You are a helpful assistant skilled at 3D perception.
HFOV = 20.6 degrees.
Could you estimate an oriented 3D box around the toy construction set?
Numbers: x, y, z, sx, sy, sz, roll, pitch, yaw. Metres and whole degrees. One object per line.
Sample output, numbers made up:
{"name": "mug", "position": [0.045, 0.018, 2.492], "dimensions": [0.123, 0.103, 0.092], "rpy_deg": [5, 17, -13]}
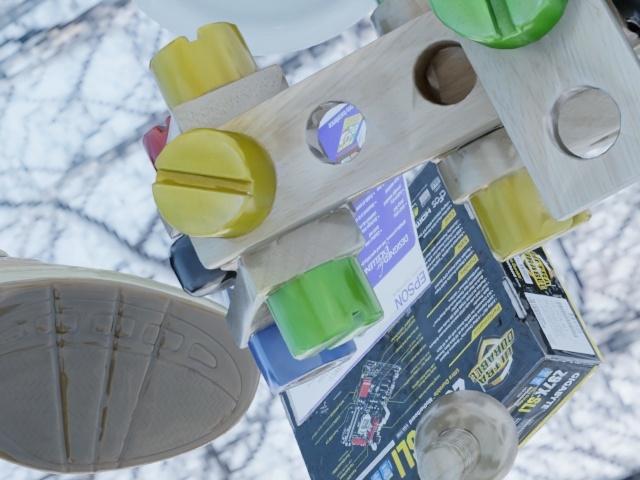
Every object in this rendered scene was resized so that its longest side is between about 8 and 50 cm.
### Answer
{"name": "toy construction set", "position": [0.033, -0.006, 0.572], "dimensions": [0.237, 0.257, 0.309], "rpy_deg": [-6, -85, -78]}

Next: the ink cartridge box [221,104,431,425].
{"name": "ink cartridge box", "position": [0.000, 0.000, 1.356], "dimensions": [0.206, 0.045, 0.208], "rpy_deg": [-43, -51, -42]}

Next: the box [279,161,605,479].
{"name": "box", "position": [0.092, 0.113, 1.628], "dimensions": [0.079, 0.322, 0.257], "rpy_deg": [10, -139, -37]}

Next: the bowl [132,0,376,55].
{"name": "bowl", "position": [-0.056, -0.326, 1.585], "dimensions": [0.298, 0.298, 0.134], "rpy_deg": [53, -168, -17]}

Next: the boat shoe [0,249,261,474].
{"name": "boat shoe", "position": [-0.200, 0.052, 0.988], "dimensions": [0.341, 0.121, 0.110], "rpy_deg": [6, -160, -24]}
